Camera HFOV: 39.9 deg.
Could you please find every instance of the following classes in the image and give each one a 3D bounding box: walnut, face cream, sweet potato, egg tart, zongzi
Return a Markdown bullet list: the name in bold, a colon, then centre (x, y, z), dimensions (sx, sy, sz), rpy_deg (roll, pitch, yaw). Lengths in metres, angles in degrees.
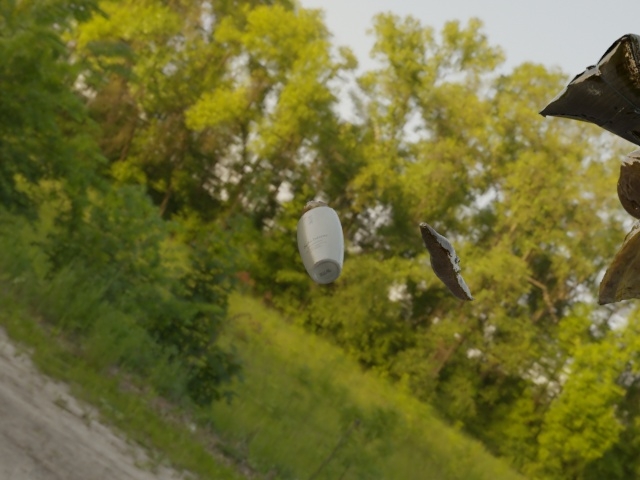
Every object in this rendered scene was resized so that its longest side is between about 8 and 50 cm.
- **walnut**: centre (0.657, -0.104, 1.723), dimensions (0.166, 0.149, 0.166), rpy_deg (41, 3, -2)
- **face cream**: centre (0.000, 0.000, 1.324), dimensions (0.051, 0.072, 0.182), rpy_deg (55, 13, -27)
- **sweet potato**: centre (0.280, 0.056, 1.953), dimensions (0.067, 0.067, 0.274), rpy_deg (30, -18, 47)
- **egg tart**: centre (0.499, 0.013, 1.273), dimensions (0.106, 0.241, 0.241), rpy_deg (41, 1, 23)
- **zongzi**: centre (0.502, -0.202, 1.501), dimensions (0.112, 0.242, 0.221), rpy_deg (-1, 61, -43)
